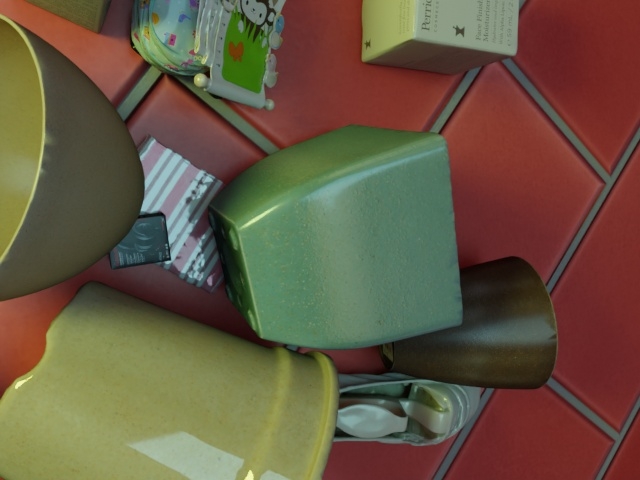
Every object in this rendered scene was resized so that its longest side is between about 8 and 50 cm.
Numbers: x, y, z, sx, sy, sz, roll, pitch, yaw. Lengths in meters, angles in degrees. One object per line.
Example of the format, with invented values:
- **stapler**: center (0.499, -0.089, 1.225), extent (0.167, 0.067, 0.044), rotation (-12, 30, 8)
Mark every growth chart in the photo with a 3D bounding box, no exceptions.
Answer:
- **growth chart**: center (-0.092, -0.283, 0.680), extent (0.172, 0.021, 0.237), rotation (-15, 116, -56)

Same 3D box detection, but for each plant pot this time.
- **plant pot**: center (-0.196, 0.215, 0.655), extent (0.305, 0.334, 0.334), rotation (31, 82, -13)
- **plant pot**: center (-0.308, -0.067, 0.599), extent (0.191, 0.284, 0.284), rotation (15, 89, -62)
- **plant pot**: center (0.000, 0.000, 0.721), extent (0.252, 0.248, 0.247), rotation (-16, 110, -21)
- **plant pot**: center (0.213, 0.142, 0.885), extent (0.230, 0.215, 0.215), rotation (-5, 98, -10)

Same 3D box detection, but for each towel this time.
- **towel**: center (-0.191, -0.032, 0.764), extent (0.197, 0.029, 0.144), rotation (34, 84, -24)

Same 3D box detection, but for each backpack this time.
- **backpack**: center (-0.167, -0.299, 0.695), extent (0.152, 0.115, 0.182), rotation (20, 90, -28)

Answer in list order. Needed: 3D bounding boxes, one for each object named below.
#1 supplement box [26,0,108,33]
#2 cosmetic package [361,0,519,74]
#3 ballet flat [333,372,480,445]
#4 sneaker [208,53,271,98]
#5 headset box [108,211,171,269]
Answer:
- **supplement box**: center (-0.266, -0.318, 0.590), extent (0.114, 0.220, 0.111), rotation (18, 87, -24)
- **cosmetic package**: center (0.175, -0.345, 0.825), extent (0.183, 0.151, 0.151), rotation (-1, 95, -24)
- **ballet flat**: center (0.125, 0.274, 0.885), extent (0.400, 0.139, 0.139), rotation (7, 93, -25)
- **sneaker**: center (-0.116, -0.237, 0.772), extent (0.109, 0.040, 0.044), rotation (-41, 94, -19)
- **headset box**: center (-0.240, 0.000, 0.715), extent (0.083, 0.032, 0.062), rotation (-8, 102, -22)
